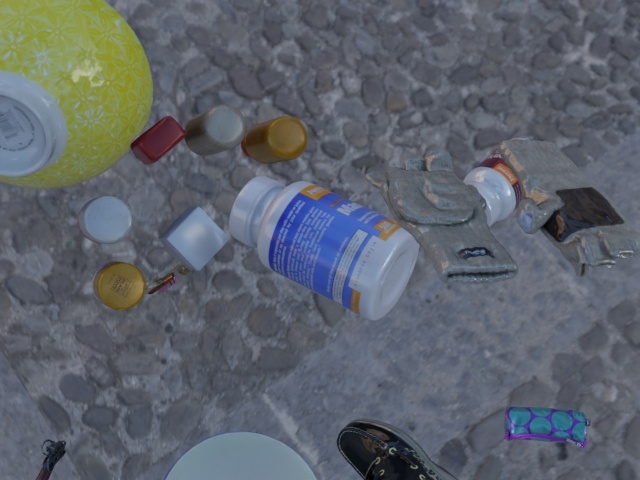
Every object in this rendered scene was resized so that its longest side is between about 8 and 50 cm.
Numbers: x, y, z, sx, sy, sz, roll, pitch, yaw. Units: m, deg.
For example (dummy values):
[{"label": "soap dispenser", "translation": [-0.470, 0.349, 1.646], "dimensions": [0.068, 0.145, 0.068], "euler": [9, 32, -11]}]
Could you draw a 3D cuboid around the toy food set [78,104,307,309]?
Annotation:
[{"label": "toy food set", "translation": [-0.130, -0.045, 0.725], "dimensions": [0.111, 0.104, 0.232], "euler": [46, 75, -17]}]

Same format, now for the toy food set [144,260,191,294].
[{"label": "toy food set", "translation": [-0.198, 0.049, 1.064], "dimensions": [0.078, 0.122, 0.019], "euler": [-35, 92, 18]}]

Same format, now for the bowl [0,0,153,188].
[{"label": "bowl", "translation": [-0.364, -0.167, 0.991], "dimensions": [0.289, 0.290, 0.156], "euler": [11, 35, -6]}]

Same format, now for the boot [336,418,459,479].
[{"label": "boot", "translation": [0.070, 0.327, 1.055], "dimensions": [0.178, 0.085, 0.236], "euler": [-10, 31, -45]}]

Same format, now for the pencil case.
[{"label": "pencil case", "translation": [0.416, 0.344, 1.493], "dimensions": [0.151, 0.065, 0.070], "euler": [2, 38, 11]}]

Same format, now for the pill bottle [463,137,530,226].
[{"label": "pill bottle", "translation": [0.370, -0.115, 1.677], "dimensions": [0.121, 0.121, 0.221], "euler": [44, 54, 11]}]

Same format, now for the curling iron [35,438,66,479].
[{"label": "curling iron", "translation": [-0.534, 0.478, 1.455], "dimensions": [0.035, 0.068, 0.274], "euler": [14, 53, 11]}]

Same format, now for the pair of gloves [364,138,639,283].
[{"label": "pair of gloves", "translation": [0.181, -0.028, 0.791], "dimensions": [0.240, 0.042, 0.204], "euler": [-7, 40, -20]}]

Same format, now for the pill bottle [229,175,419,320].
[{"label": "pill bottle", "translation": [0.000, 0.000, 1.240], "dimensions": [0.272, 0.152, 0.152], "euler": [26, 60, 22]}]

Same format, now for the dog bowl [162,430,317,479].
[{"label": "dog bowl", "translation": [-0.127, 0.431, 1.232], "dimensions": [0.264, 0.104, 0.265], "euler": [7, 62, -12]}]
